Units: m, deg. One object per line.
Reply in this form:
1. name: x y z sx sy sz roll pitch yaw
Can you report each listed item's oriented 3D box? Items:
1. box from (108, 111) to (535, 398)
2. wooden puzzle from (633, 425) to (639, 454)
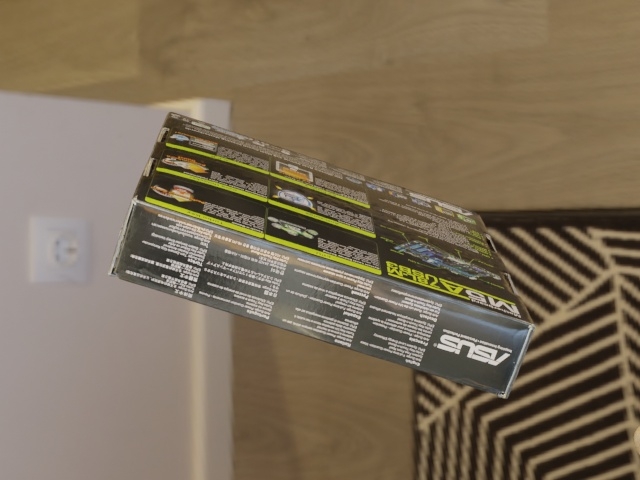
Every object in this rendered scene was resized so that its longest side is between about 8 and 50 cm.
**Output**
1. box: 0.000 0.000 0.672 0.184 0.190 0.045 -94 23 -70
2. wooden puzzle: 0.234 0.026 0.412 0.238 0.221 0.044 161 87 -79
